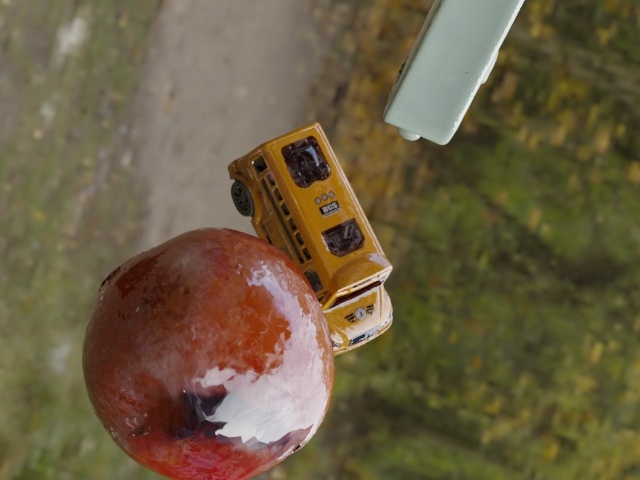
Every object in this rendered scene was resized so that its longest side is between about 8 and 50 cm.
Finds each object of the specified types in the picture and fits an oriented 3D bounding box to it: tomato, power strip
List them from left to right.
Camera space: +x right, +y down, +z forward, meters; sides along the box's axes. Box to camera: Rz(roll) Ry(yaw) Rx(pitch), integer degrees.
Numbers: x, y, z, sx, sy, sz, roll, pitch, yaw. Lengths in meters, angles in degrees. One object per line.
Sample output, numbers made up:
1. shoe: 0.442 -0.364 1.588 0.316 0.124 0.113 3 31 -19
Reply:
1. tomato: -0.089 0.100 1.601 0.208 0.208 0.184 100 -23 -48
2. power strip: 0.137 -0.220 1.409 0.091 0.062 0.385 -69 -176 -53

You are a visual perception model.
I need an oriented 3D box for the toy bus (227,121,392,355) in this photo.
1. toy bus: 0.000 0.000 1.724 0.083 0.194 0.088 -25 176 -29
